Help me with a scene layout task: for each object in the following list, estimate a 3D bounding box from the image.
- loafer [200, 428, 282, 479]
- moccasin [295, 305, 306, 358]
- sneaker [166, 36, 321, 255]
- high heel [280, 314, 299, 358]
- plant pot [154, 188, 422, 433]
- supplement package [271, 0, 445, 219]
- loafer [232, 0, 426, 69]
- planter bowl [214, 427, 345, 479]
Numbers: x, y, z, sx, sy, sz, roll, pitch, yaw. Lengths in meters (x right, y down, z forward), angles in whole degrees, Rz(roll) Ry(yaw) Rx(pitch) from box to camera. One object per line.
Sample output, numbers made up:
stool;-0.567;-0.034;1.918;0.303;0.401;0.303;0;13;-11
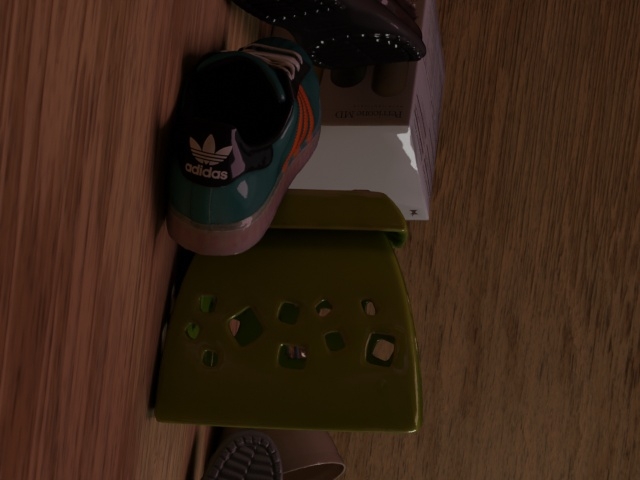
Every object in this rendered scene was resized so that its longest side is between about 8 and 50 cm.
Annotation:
loafer;-0.113;0.325;1.160;0.087;0.094;0.251;-15;-125;67
moccasin;0.000;0.000;1.682;0.139;0.147;0.380;65;32;-83
sneaker;-0.054;-0.118;0.916;0.302;0.108;0.121;-76;176;-53
high heel;-0.084;0.138;1.436;0.261;0.093;0.186;39;34;-71
plant pot;-0.018;0.062;0.994;0.228;0.227;0.207;60;31;-84
supplement package;0.046;-0.187;1.401;0.198;0.199;0.263;72;24;-54
loafer;0.023;-0.271;1.124;0.366;0.133;0.130;18;71;-69
planter bowl;-0.063;0.255;1.321;0.162;0.162;0.109;89;-19;-65
